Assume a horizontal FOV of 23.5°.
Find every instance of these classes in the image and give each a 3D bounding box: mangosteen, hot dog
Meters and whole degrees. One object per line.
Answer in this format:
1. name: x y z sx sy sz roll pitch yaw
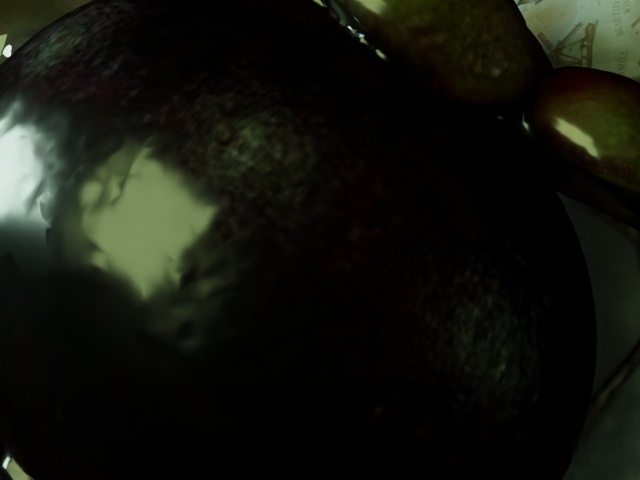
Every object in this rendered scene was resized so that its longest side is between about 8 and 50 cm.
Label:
1. mangosteen: 0.000 0.000 0.860 0.435 0.382 0.382 -43 46 -14
2. hot dog: 0.174 -0.119 0.955 0.192 0.053 0.099 -11 64 39

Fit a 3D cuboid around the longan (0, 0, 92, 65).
1. longan: -0.175 -0.141 1.088 0.300 0.300 0.243 -7 109 37
